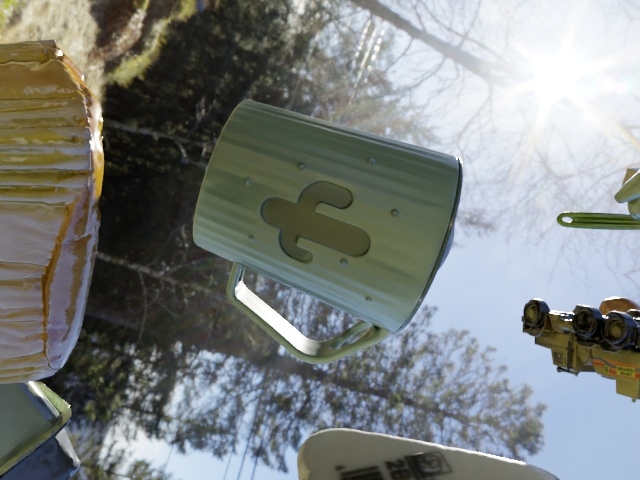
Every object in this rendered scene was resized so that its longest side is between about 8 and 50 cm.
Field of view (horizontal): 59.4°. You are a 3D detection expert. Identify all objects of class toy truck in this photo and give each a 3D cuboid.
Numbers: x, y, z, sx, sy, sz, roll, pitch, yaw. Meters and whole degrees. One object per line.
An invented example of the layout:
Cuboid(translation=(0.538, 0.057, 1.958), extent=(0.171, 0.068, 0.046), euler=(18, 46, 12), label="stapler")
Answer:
Cuboid(translation=(0.442, 0.164, 0.902), extent=(0.257, 0.127, 0.127), euler=(-171, -94, -74), label="toy truck")

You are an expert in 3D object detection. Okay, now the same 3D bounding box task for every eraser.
Cuboid(translation=(0.086, 0.350, 0.654), extent=(0.331, 0.331, 0.150), euler=(-114, -162, -72), label="eraser")

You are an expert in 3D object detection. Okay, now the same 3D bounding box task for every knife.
Cuboid(translation=(0.374, -0.021, 0.658), extent=(0.026, 0.184, 0.022), euler=(57, 38, -69), label="knife")

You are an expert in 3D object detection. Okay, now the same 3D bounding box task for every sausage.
Cuboid(translation=(0.682, 0.215, 1.230), extent=(0.105, 0.274, 0.105), euler=(-24, -136, 26), label="sausage")

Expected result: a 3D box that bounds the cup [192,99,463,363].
Cuboid(translation=(0.003, -0.008, 0.938), extent=(0.310, 0.392, 0.401), euler=(114, -5, -76), label="cup")

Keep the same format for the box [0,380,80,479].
Cuboid(translation=(-0.439, 0.263, 0.638), extent=(0.290, 0.166, 0.220), euler=(-38, -157, -33), label="box")

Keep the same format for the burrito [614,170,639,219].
Cuboid(translation=(0.298, -0.059, 0.447), extent=(0.118, 0.074, 0.044), euler=(-52, -138, 34), label="burrito")

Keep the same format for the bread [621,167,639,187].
Cuboid(translation=(0.778, -0.117, 1.281), extent=(0.152, 0.105, 0.077), euler=(-107, -162, -68), label="bread")

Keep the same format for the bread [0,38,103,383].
Cuboid(translation=(-0.250, -0.009, 0.454), extent=(0.153, 0.119, 0.288), euler=(55, -46, 35), label="bread")
